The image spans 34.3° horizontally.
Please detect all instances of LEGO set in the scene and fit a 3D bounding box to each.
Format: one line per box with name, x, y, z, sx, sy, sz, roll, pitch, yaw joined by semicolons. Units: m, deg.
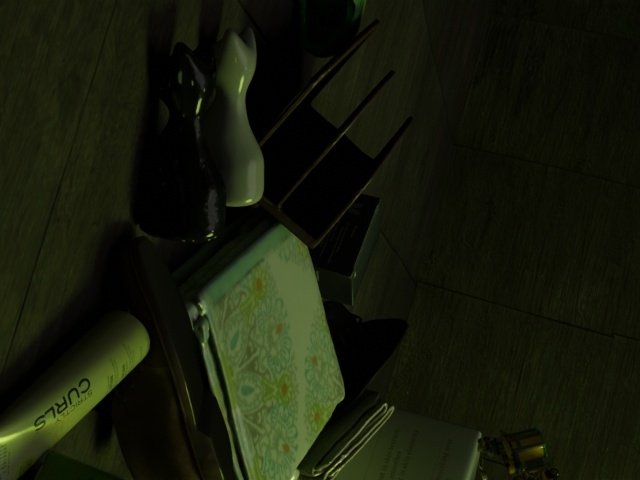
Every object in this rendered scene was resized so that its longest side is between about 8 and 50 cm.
LEGO set;0.298;0.478;1.743;0.331;0.192;0.255;80;-4;-60

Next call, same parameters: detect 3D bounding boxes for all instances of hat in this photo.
hat;-0.015;0.185;1.751;0.134;0.331;0.331;58;29;-14

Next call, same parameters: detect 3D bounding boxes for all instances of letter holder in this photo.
letter holder;0.038;-0.164;1.445;0.214;0.152;0.302;-48;-177;31

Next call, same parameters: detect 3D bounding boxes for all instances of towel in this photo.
towel;-0.087;0.148;1.373;0.374;0.090;0.321;-45;127;-60
towel;-0.014;0.311;1.702;0.187;0.282;0.049;-42;107;-27

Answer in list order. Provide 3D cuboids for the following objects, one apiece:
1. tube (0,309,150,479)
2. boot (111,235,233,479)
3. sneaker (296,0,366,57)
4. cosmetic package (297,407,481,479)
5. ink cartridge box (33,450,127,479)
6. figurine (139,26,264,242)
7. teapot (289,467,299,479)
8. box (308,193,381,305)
tube;-0.246;0.152;0.975;0.070;0.062;0.240;62;34;-14
boot;-0.187;0.145;1.130;0.112;0.115;0.305;-82;161;-69
sneaker;0.030;-0.394;1.449;0.123;0.109;0.296;-59;159;-64
cosmetic package;0.056;0.506;1.882;0.327;0.393;0.329;88;21;-49
ink cartridge box;-0.259;0.350;0.972;0.189;0.097;0.255;103;8;-64
figurine;-0.121;-0.129;1.154;0.215;0.092;0.209;-49;146;-65
teapot;-0.100;0.491;1.508;0.252;0.187;0.256;-48;126;-67
box;0.000;0.000;1.631;0.093;0.158;0.156;85;23;-56
